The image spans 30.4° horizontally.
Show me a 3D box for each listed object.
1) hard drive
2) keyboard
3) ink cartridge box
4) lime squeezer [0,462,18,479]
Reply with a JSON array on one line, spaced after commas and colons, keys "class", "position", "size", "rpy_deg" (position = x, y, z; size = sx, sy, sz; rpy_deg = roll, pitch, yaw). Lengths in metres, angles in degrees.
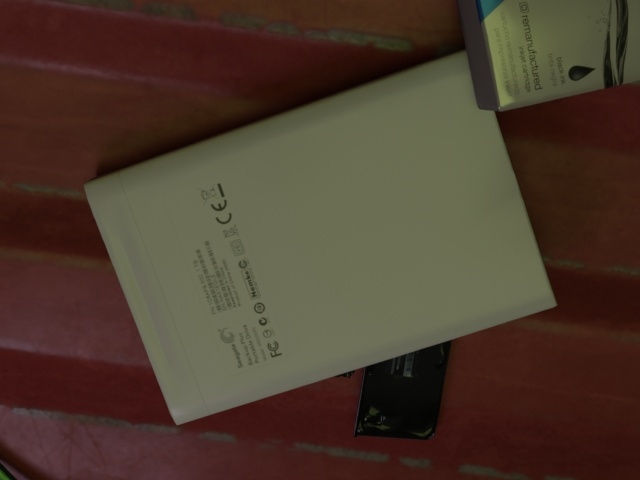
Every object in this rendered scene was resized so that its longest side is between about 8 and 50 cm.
[{"class": "hard drive", "position": [0.000, 0.000, 1.025], "size": [0.353, 0.047, 0.233], "rpy_deg": [-18, 99, 8]}, {"class": "keyboard", "position": [0.065, 0.101, 1.091], "size": [0.108, 0.023, 0.180], "rpy_deg": [5, 109, -7]}, {"class": "ink cartridge box", "position": [0.214, -0.195, 0.922], "size": [0.203, 0.086, 0.148], "rpy_deg": [-14, 99, -2]}, {"class": "lime squeezer", "position": [-0.202, 0.281, 1.142], "size": [0.310, 0.059, 0.110], "rpy_deg": [15, 110, -4]}]
